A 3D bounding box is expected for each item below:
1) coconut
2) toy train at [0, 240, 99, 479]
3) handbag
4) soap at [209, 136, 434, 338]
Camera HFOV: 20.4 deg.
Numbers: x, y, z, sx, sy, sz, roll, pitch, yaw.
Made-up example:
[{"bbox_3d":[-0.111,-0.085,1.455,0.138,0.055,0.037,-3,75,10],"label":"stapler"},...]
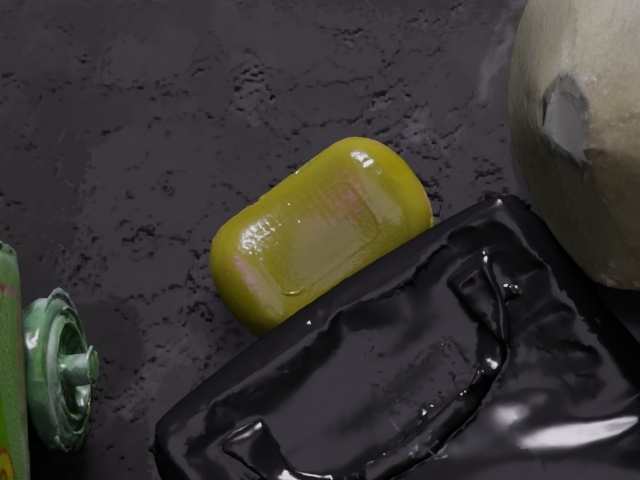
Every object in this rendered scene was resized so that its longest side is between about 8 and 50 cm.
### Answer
[{"bbox_3d":[0.209,-0.074,0.973,0.241,0.241,0.241,-1,82,7],"label":"coconut"},{"bbox_3d":[-0.224,0.141,0.992,0.173,0.249,0.307,-5,82,9],"label":"toy train"},{"bbox_3d":[0.068,0.132,1.036,0.275,0.088,0.244,-36,82,3],"label":"handbag"},{"bbox_3d":[0.000,0.000,1.085,0.140,0.045,0.089,-36,77,2],"label":"soap"}]
